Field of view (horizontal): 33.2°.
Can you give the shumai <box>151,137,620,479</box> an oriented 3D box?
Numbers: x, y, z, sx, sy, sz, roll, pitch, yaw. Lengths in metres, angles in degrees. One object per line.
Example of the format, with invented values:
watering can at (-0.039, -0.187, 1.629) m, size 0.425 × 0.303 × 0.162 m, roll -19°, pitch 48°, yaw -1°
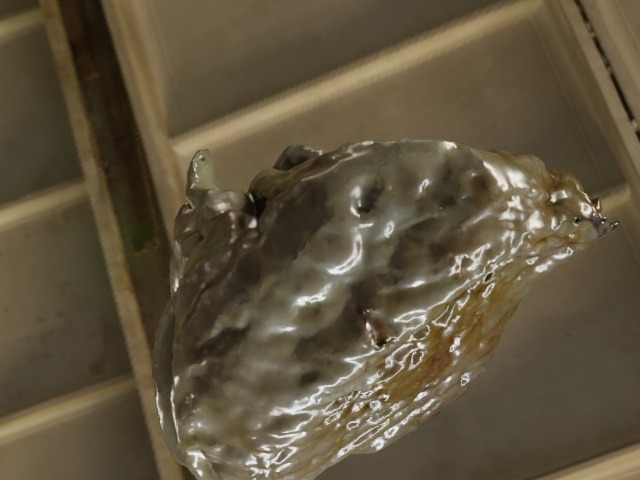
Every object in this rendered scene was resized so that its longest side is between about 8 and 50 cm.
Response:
shumai at (-0.003, 0.001, 0.554) m, size 0.218 × 0.184 × 0.185 m, roll -52°, pitch -122°, yaw 22°
